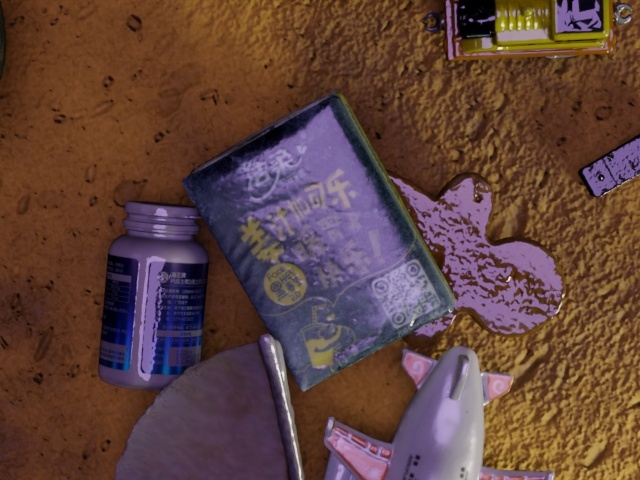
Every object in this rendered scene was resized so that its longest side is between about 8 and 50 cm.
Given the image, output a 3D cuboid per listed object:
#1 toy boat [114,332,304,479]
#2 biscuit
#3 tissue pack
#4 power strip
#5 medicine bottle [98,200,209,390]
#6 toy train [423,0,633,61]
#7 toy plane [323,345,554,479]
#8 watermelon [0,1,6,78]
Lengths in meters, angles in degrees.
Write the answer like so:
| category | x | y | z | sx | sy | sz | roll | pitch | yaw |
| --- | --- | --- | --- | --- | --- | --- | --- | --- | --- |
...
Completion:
| category | x | y | z | sx | sy | sz | roll | pitch | yaw |
| --- | --- | --- | --- | --- | --- | --- | --- | --- | --- |
| toy boat | -0.095 | 0.262 | 1.677 | 0.276 | 0.111 | 0.293 | -24 | 99 | 19 |
| biscuit | 0.115 | 0.013 | 1.710 | 0.301 | 0.049 | 0.197 | 20 | 102 | 1 |
| tissue pack | 0.000 | 0.000 | 1.650 | 0.185 | 0.081 | 0.257 | -29 | 96 | 7 |
| power strip | 0.329 | -0.086 | 1.711 | 0.111 | 0.029 | 0.038 | -29 | 92 | 0 |
| medicine bottle | -0.173 | 0.057 | 1.686 | 0.107 | 0.107 | 0.191 | 5 | 93 | 0 |
| toy train | 0.217 | -0.233 | 1.656 | 0.219 | 0.127 | 0.089 | -2 | 92 | 0 |
| toy plane | 0.122 | 0.229 | 1.687 | 0.245 | 0.117 | 0.244 | 0 | 93 | -1 |
| watermelon | -0.495 | -0.208 | 1.592 | 0.359 | 0.279 | 0.279 | 2 | 93 | 1 |
